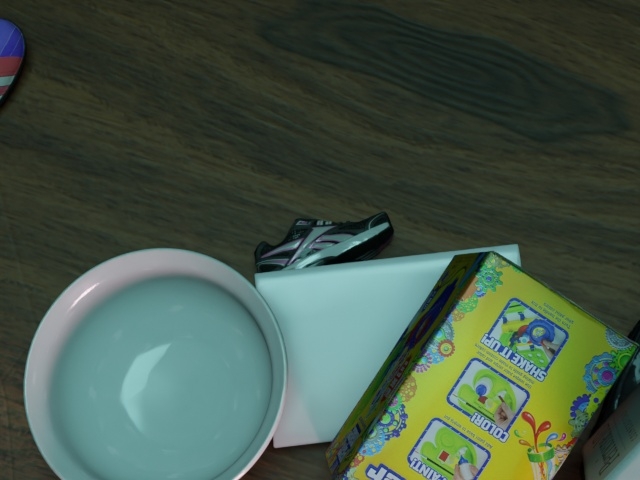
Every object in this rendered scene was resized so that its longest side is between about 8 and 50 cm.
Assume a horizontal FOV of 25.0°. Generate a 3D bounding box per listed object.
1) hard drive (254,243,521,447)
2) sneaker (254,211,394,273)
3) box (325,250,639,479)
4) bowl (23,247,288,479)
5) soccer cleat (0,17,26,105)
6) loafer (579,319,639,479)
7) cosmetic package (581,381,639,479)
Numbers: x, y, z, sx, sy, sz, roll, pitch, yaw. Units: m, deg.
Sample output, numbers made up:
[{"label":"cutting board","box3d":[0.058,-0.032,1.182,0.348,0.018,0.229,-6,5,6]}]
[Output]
[{"label":"hard drive","box3d":[0.087,0.122,1.675,0.307,0.040,0.203,-7,89,-1]},{"label":"sneaker","box3d":[0.000,0.000,1.732,0.178,0.072,0.077,-24,71,-8]},{"label":"box","box3d":[0.155,0.173,1.511,0.177,0.290,0.279,33,87,-1]},{"label":"bowl","box3d":[-0.173,0.167,1.632,0.298,0.134,0.298,-3,73,9]},{"label":"soccer cleat","box3d":[-0.495,-0.171,1.773,0.318,0.116,0.108,-42,75,-12]},{"label":"loafer","box3d":[0.366,0.189,1.661,0.078,0.076,0.223,21,77,2]},{"label":"cosmetic package","box3d":[0.507,0.191,1.419,0.327,0.329,0.394,41,96,7]}]
